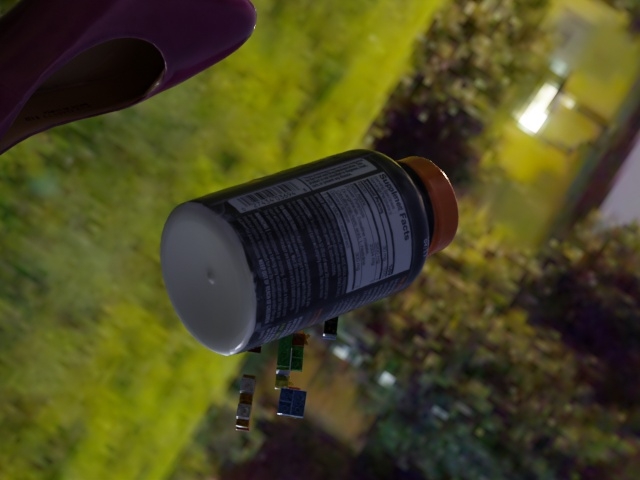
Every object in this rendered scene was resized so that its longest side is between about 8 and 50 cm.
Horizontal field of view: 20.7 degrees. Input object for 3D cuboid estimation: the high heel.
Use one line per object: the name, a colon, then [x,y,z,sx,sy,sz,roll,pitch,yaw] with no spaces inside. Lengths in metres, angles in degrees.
high heel: [-0.168,-0.058,1.046,0.377,0.181,0.127,-18,157,-33]

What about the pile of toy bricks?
pile of toy bricks: [-0.042,0.130,2.104,0.105,0.118,0.212,98,0,-75]

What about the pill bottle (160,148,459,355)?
pill bottle: [0.000,0.000,1.450,0.246,0.130,0.130,-19,156,-37]
